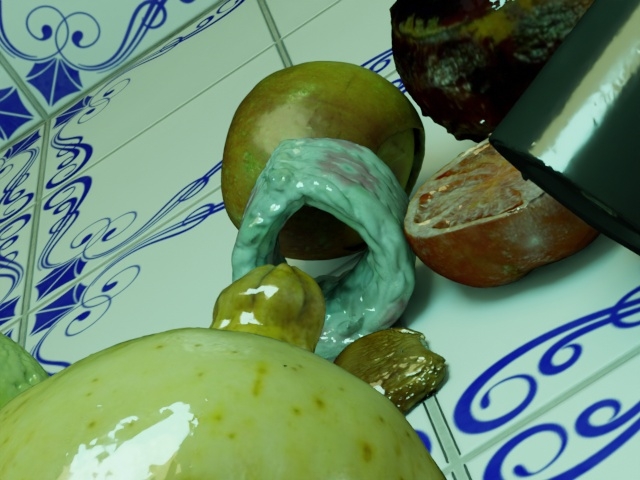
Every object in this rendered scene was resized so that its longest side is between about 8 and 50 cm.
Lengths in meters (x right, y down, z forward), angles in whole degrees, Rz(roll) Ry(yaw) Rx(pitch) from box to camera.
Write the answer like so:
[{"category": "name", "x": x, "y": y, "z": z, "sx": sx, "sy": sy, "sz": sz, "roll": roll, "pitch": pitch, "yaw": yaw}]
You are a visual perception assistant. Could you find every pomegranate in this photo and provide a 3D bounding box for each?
[{"category": "pomegranate", "x": -0.070, "y": 0.208, "z": 1.036, "sx": 0.410, "sy": 0.410, "sz": 0.410, "roll": -30, "pitch": 22, "yaw": 13}]

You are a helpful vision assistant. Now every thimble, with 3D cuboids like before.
[{"category": "thimble", "x": 0.000, "y": 0.000, "z": 1.619, "sx": 0.185, "sy": 0.211, "sz": 0.149, "roll": -17, "pitch": 22, "yaw": 11}]

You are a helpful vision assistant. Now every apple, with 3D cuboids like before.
[{"category": "apple", "x": 0.005, "y": -0.088, "z": 1.788, "sx": 0.207, "sy": 0.237, "sz": 0.237, "roll": 6, "pitch": 40, "yaw": 24}]

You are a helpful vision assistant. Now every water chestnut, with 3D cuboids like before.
[{"category": "water chestnut", "x": 0.221, "y": -0.269, "z": 1.728, "sx": 0.350, "sy": 0.302, "sz": 0.350, "roll": -30, "pitch": 22, "yaw": 13}]

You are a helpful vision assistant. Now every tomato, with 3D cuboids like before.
[{"category": "tomato", "x": 0.197, "y": -0.033, "z": 1.554, "sx": 0.237, "sy": 0.095, "sz": 0.237, "roll": -28, "pitch": 18, "yaw": 10}]

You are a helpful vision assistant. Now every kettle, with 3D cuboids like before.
[{"category": "kettle", "x": 0.322, "y": -0.136, "z": 1.337, "sx": 0.203, "sy": 0.262, "sz": 0.308, "roll": 35, "pitch": 90, "yaw": 39}]

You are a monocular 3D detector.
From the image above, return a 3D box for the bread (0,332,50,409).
[{"category": "bread", "x": -0.407, "y": 0.228, "z": 1.623, "sx": 0.320, "sy": 0.320, "sz": 0.237, "roll": -52, "pitch": 8, "yaw": -36}]

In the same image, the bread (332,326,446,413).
[{"category": "bread", "x": 0.052, "y": 0.127, "z": 1.505, "sx": 0.126, "sy": 0.044, "sz": 0.129, "roll": -33, "pitch": 18, "yaw": 2}]
